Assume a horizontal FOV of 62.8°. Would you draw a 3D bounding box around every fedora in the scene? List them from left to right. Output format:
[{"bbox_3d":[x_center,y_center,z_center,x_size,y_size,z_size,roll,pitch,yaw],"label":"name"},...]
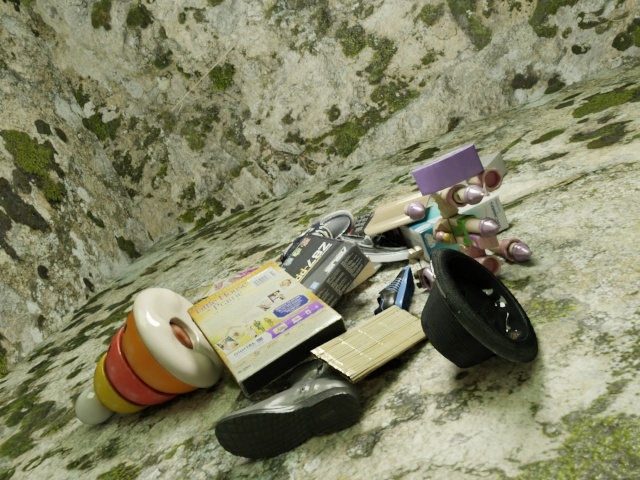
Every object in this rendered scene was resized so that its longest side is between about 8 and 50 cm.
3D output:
[{"bbox_3d":[0.321,0.168,1.168,0.152,0.334,0.334,-50,6,25],"label":"fedora"}]

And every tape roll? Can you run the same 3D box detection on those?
[{"bbox_3d":[0.363,-0.202,1.504,0.189,0.080,0.189,-24,5,2],"label":"tape roll"}]

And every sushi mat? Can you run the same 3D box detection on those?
[{"bbox_3d":[0.138,0.246,1.302,0.316,0.019,0.151,-21,29,-38],"label":"sushi mat"}]

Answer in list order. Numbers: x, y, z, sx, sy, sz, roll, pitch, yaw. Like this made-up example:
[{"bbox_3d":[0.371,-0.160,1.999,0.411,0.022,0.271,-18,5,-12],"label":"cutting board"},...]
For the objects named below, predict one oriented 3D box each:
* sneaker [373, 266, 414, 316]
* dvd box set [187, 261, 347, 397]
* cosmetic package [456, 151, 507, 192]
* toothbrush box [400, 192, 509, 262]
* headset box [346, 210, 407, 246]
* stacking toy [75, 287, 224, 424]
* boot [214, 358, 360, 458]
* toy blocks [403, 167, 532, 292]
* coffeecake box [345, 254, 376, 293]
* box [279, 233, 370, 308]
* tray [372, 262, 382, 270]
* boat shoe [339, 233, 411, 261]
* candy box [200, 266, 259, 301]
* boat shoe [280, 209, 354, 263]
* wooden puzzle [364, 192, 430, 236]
[{"bbox_3d":[0.220,0.152,1.553,0.090,0.081,0.232,-8,23,23],"label":"sneaker"},{"bbox_3d":[-0.164,0.221,1.452,0.307,0.062,0.420,-30,31,-20],"label":"dvd box set"},{"bbox_3d":[0.666,-0.270,2.179,0.127,0.107,0.238,-11,24,44],"label":"cosmetic package"},{"bbox_3d":[0.446,-0.056,1.792,0.295,0.126,0.216,-27,15,-6],"label":"toothbrush box"},{"bbox_3d":[0.269,-0.047,2.026,0.293,0.110,0.218,-16,19,25],"label":"headset box"},{"bbox_3d":[-0.565,0.407,1.591,0.480,0.350,0.350,-39,15,8],"label":"stacking toy"},{"bbox_3d":[-0.069,0.381,1.243,0.338,0.118,0.223,-12,15,1],"label":"boot"},{"bbox_3d":[0.413,-0.019,1.451,0.309,0.289,0.260,-24,11,-9],"label":"toy blocks"},{"bbox_3d":[0.074,0.106,1.797,0.142,0.068,0.185,-34,20,-24],"label":"coffeecake box"},{"bbox_3d":[-0.065,0.163,1.681,0.395,0.097,0.318,-50,27,-14],"label":"box"},{"bbox_3d":[0.082,0.147,1.837,0.270,0.030,0.145,-31,19,-21],"label":"tray"},{"bbox_3d":[0.193,0.018,1.877,0.301,0.102,0.108,3,9,41],"label":"boat shoe"},{"bbox_3d":[-0.364,0.203,2.190,0.233,0.071,0.159,-19,18,18],"label":"candy box"},{"bbox_3d":[0.000,0.000,2.040,0.340,0.127,0.158,-39,5,-6],"label":"boat shoe"},{"bbox_3d":[0.279,-0.091,1.862,0.221,0.044,0.239,-20,16,22],"label":"wooden puzzle"}]
